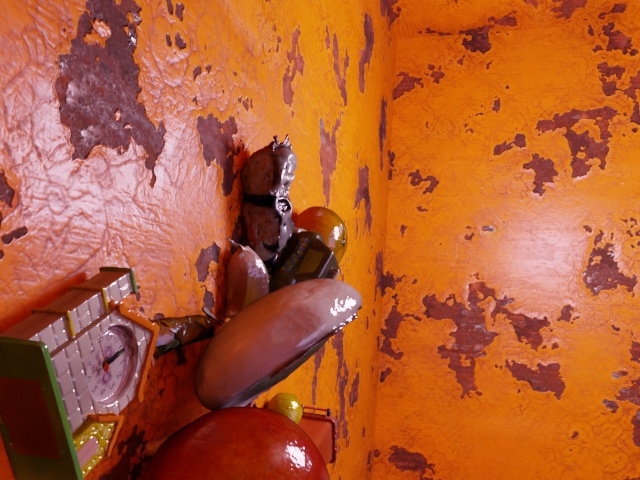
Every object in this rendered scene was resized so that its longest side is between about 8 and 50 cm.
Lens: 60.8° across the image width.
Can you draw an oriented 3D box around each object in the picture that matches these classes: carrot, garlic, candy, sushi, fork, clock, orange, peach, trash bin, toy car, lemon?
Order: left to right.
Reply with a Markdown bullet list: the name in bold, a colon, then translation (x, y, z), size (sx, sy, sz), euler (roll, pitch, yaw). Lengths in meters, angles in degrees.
- **clock**: translation (-0.333, 0.179, 0.793), size (0.255, 0.106, 0.219), euler (-52, 141, -64)
- **carrot**: translation (-0.277, 0.180, 1.068), size (0.229, 0.069, 0.068), euler (9, 83, -75)
- **fork**: translation (-0.246, 0.177, 1.261), size (0.115, 0.012, 0.016), euler (55, 36, -56)
- **peach**: translation (-0.150, 0.487, 1.013), size (0.388, 0.389, 0.388), euler (2, 90, -74)
- **garlic**: translation (-0.187, 0.087, 1.324), size (0.129, 0.091, 0.198), euler (-10, 106, -61)
- **sushi**: translation (-0.131, -0.108, 1.404), size (0.124, 0.130, 0.332), euler (-23, 114, -72)
- **candy**: translation (-0.109, 0.219, 1.194), size (0.186, 0.386, 0.427), euler (53, 21, 6)
- **lemon**: translation (-0.107, 0.501, 1.591), size (0.133, 0.109, 0.109), euler (-49, 141, -42)
- **toy car**: translation (-0.046, 0.088, 1.545), size (0.247, 0.198, 0.204), euler (-59, 146, -31)
- **trash bin**: translation (-0.049, 0.648, 1.724), size (0.239, 0.161, 0.184), euler (-17, 108, -69)
- **orange**: translation (0.000, 0.000, 1.784), size (0.240, 0.171, 0.240), euler (2, 90, -75)

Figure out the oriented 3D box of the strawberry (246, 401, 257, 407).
- **strawberry**: translation (-0.196, 0.476, 1.393), size (0.104, 0.048, 0.152), euler (49, 42, -62)
